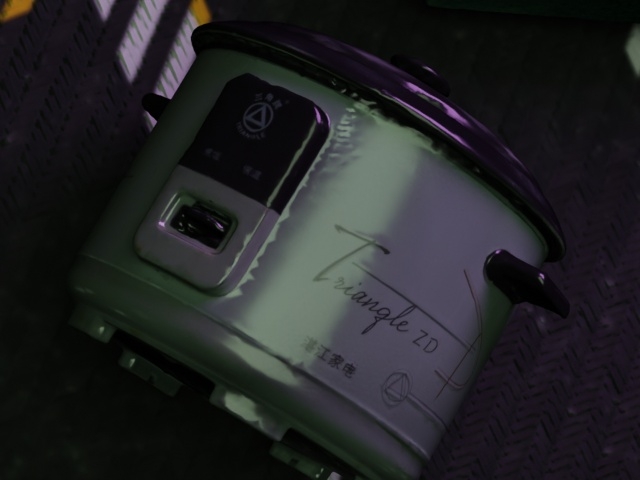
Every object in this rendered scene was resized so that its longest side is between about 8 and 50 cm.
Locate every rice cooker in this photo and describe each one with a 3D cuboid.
[{"bbox_3d":[0.000,0.000,1.078,0.280,0.241,0.227,26,80,32],"label":"rice cooker"}]

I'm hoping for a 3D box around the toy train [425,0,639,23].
[{"bbox_3d":[0.196,-0.197,1.169,0.330,0.178,0.138,4,63,-4],"label":"toy train"}]
